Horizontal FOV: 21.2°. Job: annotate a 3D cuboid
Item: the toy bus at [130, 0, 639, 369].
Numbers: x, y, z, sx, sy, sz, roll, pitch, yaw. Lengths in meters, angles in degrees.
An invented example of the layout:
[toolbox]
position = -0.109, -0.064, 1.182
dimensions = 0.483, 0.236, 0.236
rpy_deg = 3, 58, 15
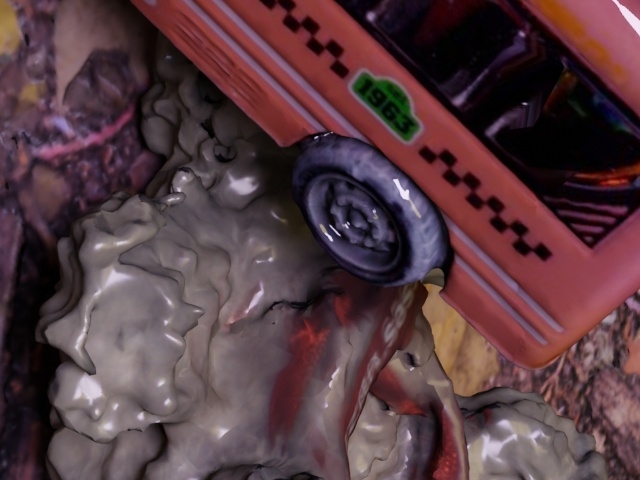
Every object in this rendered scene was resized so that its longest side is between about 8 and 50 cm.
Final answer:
[toy bus]
position = 0.020, -0.172, 0.680
dimensions = 0.427, 0.233, 0.203
rpy_deg = 45, 56, 1

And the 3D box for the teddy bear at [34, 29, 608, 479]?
[teddy bear]
position = 0.000, 0.000, 0.837
dimensions = 0.357, 0.224, 0.368
rpy_deg = -5, 101, -58
